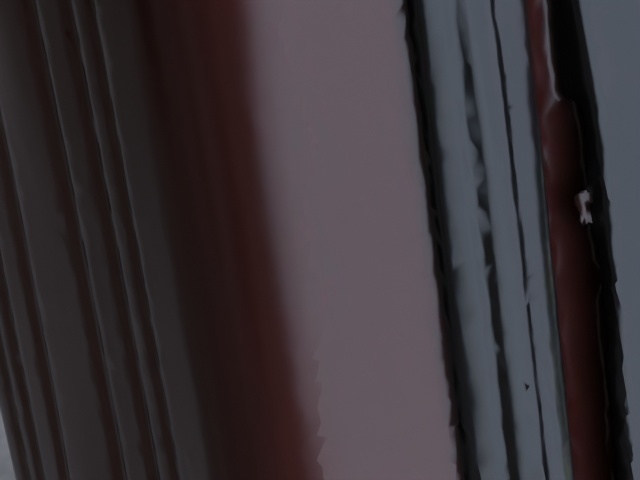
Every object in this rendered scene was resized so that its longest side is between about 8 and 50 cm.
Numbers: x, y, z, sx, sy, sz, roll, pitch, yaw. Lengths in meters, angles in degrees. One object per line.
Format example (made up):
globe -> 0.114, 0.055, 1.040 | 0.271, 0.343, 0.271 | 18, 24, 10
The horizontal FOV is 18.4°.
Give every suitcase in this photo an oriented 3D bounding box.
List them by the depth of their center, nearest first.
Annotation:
suitcase -> 0.000, 0.000, 0.559 | 0.236, 0.161, 0.297 | 26, -53, 58
